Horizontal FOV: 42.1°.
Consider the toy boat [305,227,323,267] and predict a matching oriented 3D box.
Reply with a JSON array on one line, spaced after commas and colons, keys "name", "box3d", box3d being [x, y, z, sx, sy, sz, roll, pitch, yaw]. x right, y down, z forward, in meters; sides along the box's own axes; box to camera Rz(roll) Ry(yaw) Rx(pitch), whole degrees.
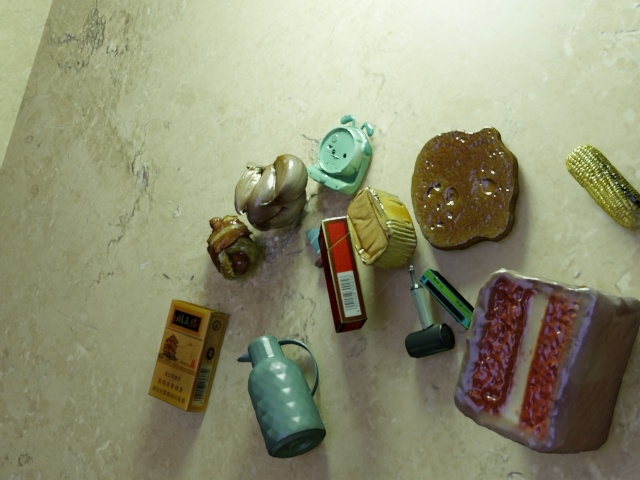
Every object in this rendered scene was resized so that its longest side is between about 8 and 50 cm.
[{"name": "toy boat", "box3d": [0.000, 0.000, 2.065, 0.096, 0.034, 0.122, -46, 52, 16]}]

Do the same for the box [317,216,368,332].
[{"name": "box", "box3d": [0.049, 0.081, 1.904, 0.074, 0.153, 0.240, -10, 76, -2]}]

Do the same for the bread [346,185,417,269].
[{"name": "bread", "box3d": [0.141, -0.026, 1.898, 0.132, 0.114, 0.191, -45, 44, 35]}]

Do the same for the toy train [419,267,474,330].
[{"name": "toy train", "box3d": [0.290, 0.141, 1.765, 0.042, 0.044, 0.209, -54, 50, 16]}]

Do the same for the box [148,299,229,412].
[{"name": "box", "box3d": [-0.362, 0.312, 2.270, 0.174, 0.076, 0.274, 11, 86, 41]}]

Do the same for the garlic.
[{"name": "garlic", "box3d": [-0.108, -0.113, 2.106, 0.214, 0.160, 0.191, -10, 57, 35]}]

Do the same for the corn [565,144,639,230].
[{"name": "corn", "box3d": [0.547, -0.104, 1.591, 0.072, 0.072, 0.203, -46, 55, 23]}]

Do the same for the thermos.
[{"name": "thermos", "box3d": [-0.083, 0.356, 1.979, 0.182, 0.145, 0.287, -22, 59, 0]}]

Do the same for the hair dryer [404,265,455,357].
[{"name": "hair dryer", "box3d": [0.217, 0.150, 1.796, 0.100, 0.057, 0.198, -20, 80, 35]}]

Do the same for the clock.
[{"name": "clock", "box3d": [0.055, -0.217, 2.055, 0.148, 0.060, 0.189, 28, 97, 42]}]

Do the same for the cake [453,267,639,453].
[{"name": "cake", "box3d": [0.415, 0.218, 1.513, 0.237, 0.230, 0.309, 17, 90, 44]}]

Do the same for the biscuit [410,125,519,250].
[{"name": "biscuit", "box3d": [0.312, -0.115, 1.811, 0.257, 0.049, 0.273, -12, 73, 36]}]

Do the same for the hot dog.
[{"name": "hot dog", "box3d": [-0.245, 0.011, 2.229, 0.146, 0.103, 0.213, -56, 49, 16]}]
